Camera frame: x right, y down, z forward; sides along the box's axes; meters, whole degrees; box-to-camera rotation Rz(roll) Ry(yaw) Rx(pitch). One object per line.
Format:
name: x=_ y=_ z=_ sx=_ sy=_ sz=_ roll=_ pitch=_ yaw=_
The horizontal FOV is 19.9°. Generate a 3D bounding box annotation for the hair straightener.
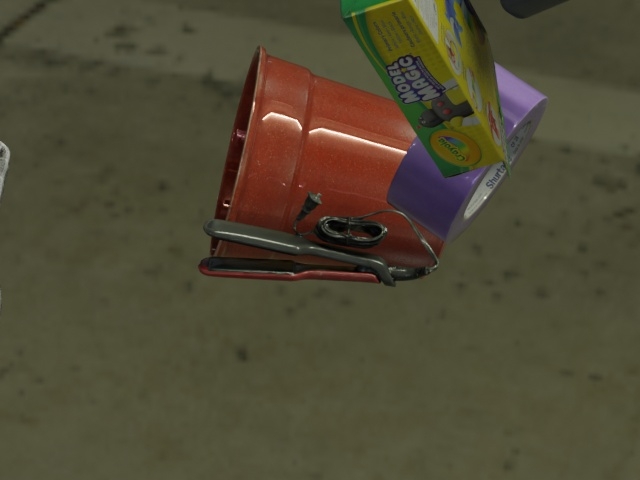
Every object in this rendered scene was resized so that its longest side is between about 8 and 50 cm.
hair straightener: x=0.000 y=0.000 z=1.750 sx=0.230 sy=0.089 sz=0.047 roll=6 pitch=19 yaw=2

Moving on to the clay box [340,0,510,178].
clay box: x=0.075 y=-0.142 z=1.287 sx=0.053 sy=0.222 sz=0.127 roll=-16 pitch=52 yaw=17

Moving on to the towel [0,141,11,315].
towel: x=-0.296 y=0.078 z=1.365 sx=0.121 sy=0.235 sz=0.283 roll=2 pitch=56 yaw=-2

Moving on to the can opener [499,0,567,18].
can opener: x=0.275 y=-0.292 z=1.683 sx=0.283 sy=0.076 sz=0.095 roll=-20 pitch=-26 yaw=33

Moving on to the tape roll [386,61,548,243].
tape roll: x=0.156 y=-0.095 z=1.928 sx=0.080 sy=0.189 sz=0.189 roll=36 pitch=37 yaw=11

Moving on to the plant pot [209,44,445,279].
plant pot: x=0.023 y=-0.076 z=2.217 sx=0.265 sy=0.272 sz=0.272 roll=12 pitch=28 yaw=-7
